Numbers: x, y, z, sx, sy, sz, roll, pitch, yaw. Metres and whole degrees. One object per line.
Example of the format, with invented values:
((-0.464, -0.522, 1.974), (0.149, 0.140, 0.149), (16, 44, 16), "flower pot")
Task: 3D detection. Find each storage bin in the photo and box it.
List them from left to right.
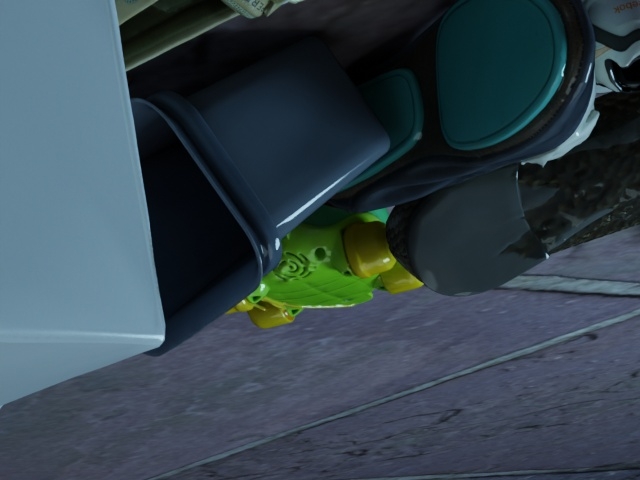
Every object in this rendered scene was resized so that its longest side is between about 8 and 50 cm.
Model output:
((-0.042, -0.028, 0.763), (0.091, 0.098, 0.135), (-35, 180, -33), "storage bin")

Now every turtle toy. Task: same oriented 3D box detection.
((0.000, 0.000, 0.921), (0.095, 0.066, 0.130), (-16, 166, 17), "turtle toy")

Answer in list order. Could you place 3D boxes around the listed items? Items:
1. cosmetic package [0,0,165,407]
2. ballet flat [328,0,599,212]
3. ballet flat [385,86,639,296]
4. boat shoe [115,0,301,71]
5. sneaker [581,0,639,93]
((-0.252, -0.019, 0.489), (0.217, 0.156, 0.385), (-22, 163, 37), "cosmetic package")
((0.064, -0.056, 0.754), (0.074, 0.074, 0.203), (-3, 170, -29), "ballet flat")
((0.146, -0.039, 0.867), (0.249, 0.084, 0.058), (-20, -159, -7), "ballet flat")
((-0.042, -0.080, 0.618), (0.153, 0.048, 0.056), (-15, 165, 15), "boat shoe")
((0.118, -0.075, 0.774), (0.040, 0.044, 0.109), (-14, 167, 2), "sneaker")
